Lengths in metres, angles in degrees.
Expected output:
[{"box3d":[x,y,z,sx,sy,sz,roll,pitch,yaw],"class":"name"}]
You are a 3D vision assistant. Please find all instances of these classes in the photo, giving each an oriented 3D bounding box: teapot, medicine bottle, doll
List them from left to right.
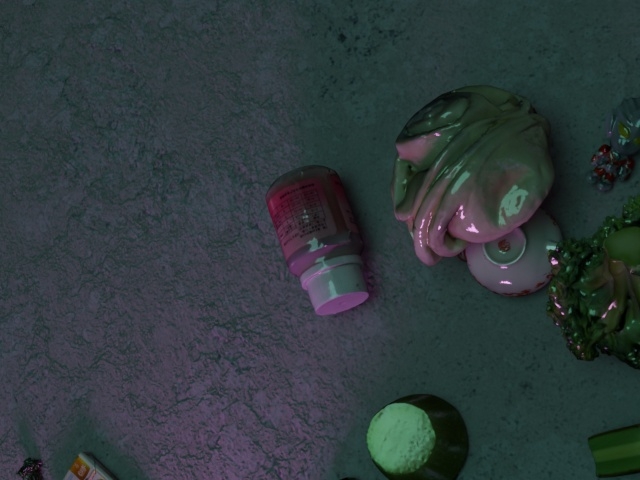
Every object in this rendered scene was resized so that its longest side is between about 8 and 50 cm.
[{"box3d":[0.000,0.000,2.047,0.147,0.147,0.247,-26,70,21],"class":"medicine bottle"},{"box3d":[0.328,0.013,1.907,0.246,0.116,0.159,10,74,22],"class":"teapot"},{"box3d":[0.490,-0.162,1.868,0.094,0.079,0.180,29,103,0],"class":"doll"}]

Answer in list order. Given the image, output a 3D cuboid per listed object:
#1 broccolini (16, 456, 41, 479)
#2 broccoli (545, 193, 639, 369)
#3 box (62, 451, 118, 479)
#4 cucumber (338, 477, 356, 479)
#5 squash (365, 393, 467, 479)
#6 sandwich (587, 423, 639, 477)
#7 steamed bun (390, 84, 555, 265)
[{"box3d":[-0.541,0.530,2.297,0.044,0.042,0.218,-32,74,18],"class":"broccolini"},{"box3d":[0.481,0.063,1.746,0.288,0.259,0.235,-29,24,2],"class":"broccoli"},{"box3d":[-0.411,0.516,2.227,0.220,0.032,0.122,35,98,28],"class":"box"},{"box3d":[-0.015,0.531,2.009,0.056,0.056,0.284,26,90,28],"class":"cucumber"},{"box3d":[0.152,0.333,1.928,0.170,0.123,0.170,-5,77,21],"class":"squash"},{"box3d":[0.488,0.327,1.815,0.116,0.074,0.074,-30,65,54],"class":"sandwich"},{"box3d":[0.223,-0.128,1.865,0.268,0.207,0.280,-32,25,33],"class":"steamed bun"}]
